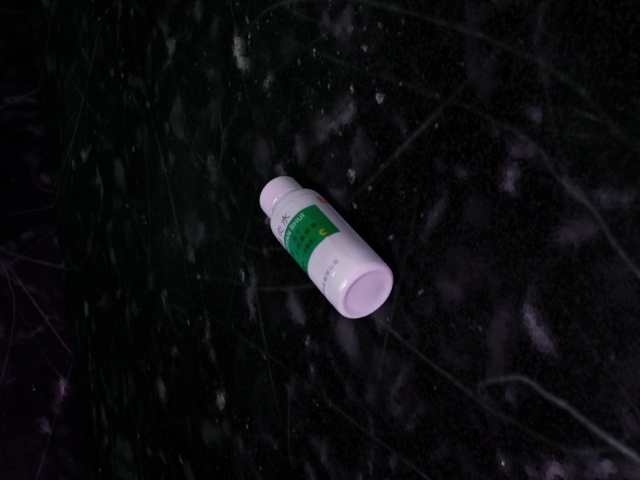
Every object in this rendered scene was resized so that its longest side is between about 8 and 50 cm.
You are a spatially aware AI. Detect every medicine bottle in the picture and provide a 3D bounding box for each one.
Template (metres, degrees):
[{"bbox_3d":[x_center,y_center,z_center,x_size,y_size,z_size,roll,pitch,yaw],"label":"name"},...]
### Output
[{"bbox_3d":[0.000,0.000,1.220,0.260,0.095,0.095,50,133,44],"label":"medicine bottle"}]
